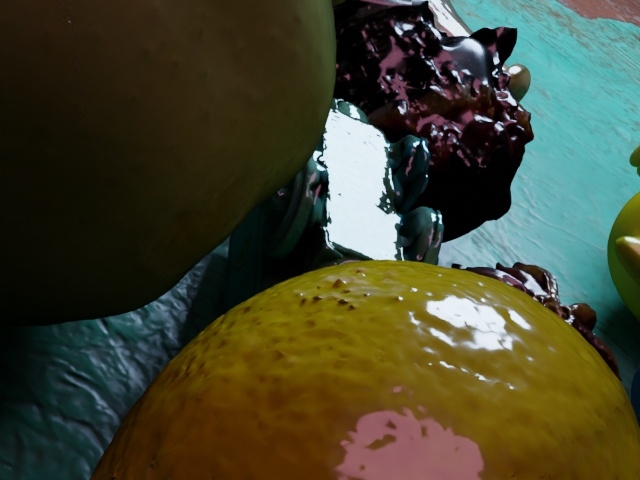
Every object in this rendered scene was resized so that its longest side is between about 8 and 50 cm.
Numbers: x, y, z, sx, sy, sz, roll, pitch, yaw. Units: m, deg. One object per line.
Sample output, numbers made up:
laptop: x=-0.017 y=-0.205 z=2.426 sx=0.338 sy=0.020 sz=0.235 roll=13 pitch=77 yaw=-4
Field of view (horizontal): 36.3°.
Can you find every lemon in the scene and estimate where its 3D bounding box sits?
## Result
lemon: x=0.022 y=0.125 z=0.403 sx=0.236 sy=0.236 sz=0.263 roll=29 pitch=13 yaw=4

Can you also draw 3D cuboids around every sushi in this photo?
sushi: x=0.082 y=-0.079 z=0.763 sx=0.172 sy=0.153 sz=0.150 roll=-2 pitch=57 yaw=-20

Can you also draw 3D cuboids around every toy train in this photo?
toy train: x=0.000 y=0.000 z=0.610 sx=0.107 sy=0.154 sz=0.198 roll=19 pitch=37 yaw=-16

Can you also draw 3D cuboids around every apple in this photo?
apple: x=-0.174 y=-0.124 z=0.503 sx=0.357 sy=0.357 sz=0.357 roll=17 pitch=36 yaw=-13

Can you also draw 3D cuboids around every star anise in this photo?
star anise: x=0.157 y=0.067 z=0.705 sx=0.167 sy=0.057 sz=0.168 roll=16 pitch=37 yaw=-12

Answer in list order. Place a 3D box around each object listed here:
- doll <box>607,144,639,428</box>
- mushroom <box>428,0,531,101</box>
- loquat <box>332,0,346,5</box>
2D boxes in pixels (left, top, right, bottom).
doll: x=0.310 y=0.054 z=0.749 sx=0.199 sy=0.145 sz=0.363 roll=25 pitch=42 yaw=-10
mushroom: x=0.106 y=-0.208 z=0.992 sx=0.108 sy=0.096 sz=0.247 roll=-10 pitch=53 yaw=-40
loquat: x=-0.043 y=-0.289 z=0.917 sx=0.238 sy=0.193 sz=0.238 roll=22 pitch=30 yaw=-14
